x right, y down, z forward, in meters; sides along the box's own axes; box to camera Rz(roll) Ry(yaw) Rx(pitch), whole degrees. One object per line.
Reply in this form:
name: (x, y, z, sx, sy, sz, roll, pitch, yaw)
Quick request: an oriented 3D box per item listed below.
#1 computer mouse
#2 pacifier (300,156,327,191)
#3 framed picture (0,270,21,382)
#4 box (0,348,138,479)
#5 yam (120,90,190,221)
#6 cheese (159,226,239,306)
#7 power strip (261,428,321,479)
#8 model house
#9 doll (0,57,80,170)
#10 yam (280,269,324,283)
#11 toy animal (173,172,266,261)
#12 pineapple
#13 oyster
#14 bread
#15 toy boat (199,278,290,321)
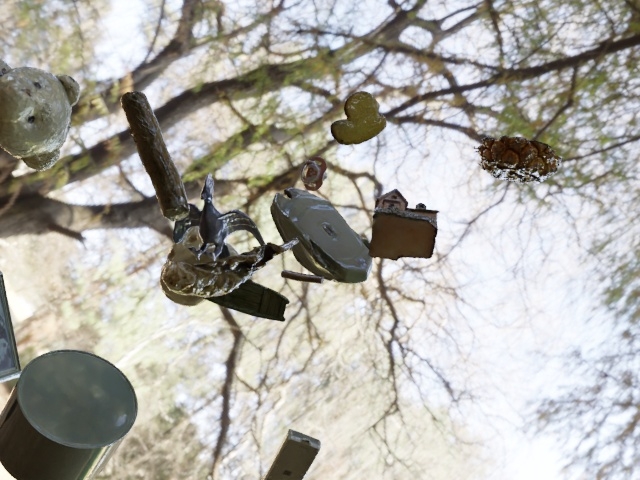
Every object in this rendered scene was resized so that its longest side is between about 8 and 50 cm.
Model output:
computer mouse: (-0.003, 0.000, 2.139, 0.429, 0.228, 0.145, 49, -41, 21)
pacifier: (-0.011, -0.187, 1.825, 0.082, 0.078, 0.099, 19, -83, 36)
framed picture: (-0.839, 0.218, 1.630, 0.232, 0.019, 0.296, 12, 67, -85)
box: (-0.485, 0.341, 1.233, 0.226, 0.226, 0.149, 48, -61, 21)
yam: (-0.380, -0.195, 1.489, 0.067, 0.071, 0.317, 41, 27, -82)
cheese: (-0.360, 0.086, 1.927, 0.251, 0.247, 0.173, 21, -20, 51)
power strip: (-0.067, 0.504, 1.441, 0.082, 0.035, 0.192, 22, -66, -8)
model house: (0.237, -0.053, 1.808, 0.183, 0.172, 0.166, 10, -51, 6)
doll: (-0.526, -0.228, 0.989, 0.278, 0.175, 0.149, 16, -12, -11)
yam: (-0.056, 0.114, 2.003, 0.146, 0.032, 0.032, 7, -54, 28)
toy animal: (-0.249, -0.034, 1.556, 0.239, 0.176, 0.255, 11, -23, 12)
pineapple: (0.471, -0.185, 1.554, 0.225, 0.076, 0.225, 15, -10, 3)
oyster: (-0.182, 0.056, 1.399, 0.166, 0.295, 0.093, 84, -11, -80)
bread: (0.102, -0.370, 1.967, 0.065, 0.188, 0.149, 25, -42, 66)
toy boat: (-0.218, 0.128, 1.624, 0.293, 0.055, 0.093, 16, -75, 3)
